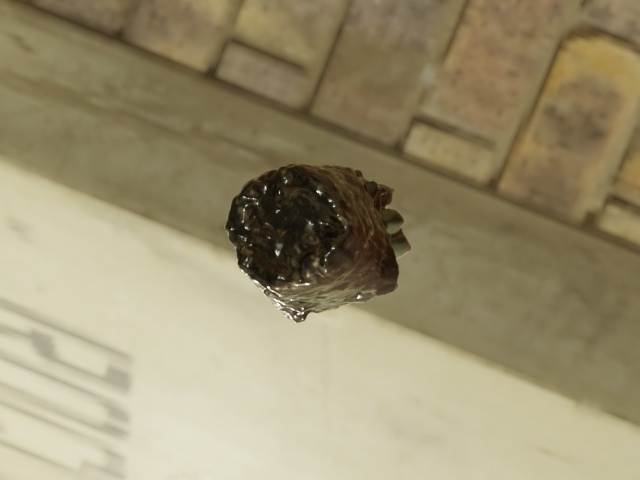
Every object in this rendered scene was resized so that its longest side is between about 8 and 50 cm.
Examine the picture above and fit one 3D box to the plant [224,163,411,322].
[{"bbox_3d":[0.000,0.000,1.736,0.194,0.129,0.132,12,65,-67],"label":"plant"}]
